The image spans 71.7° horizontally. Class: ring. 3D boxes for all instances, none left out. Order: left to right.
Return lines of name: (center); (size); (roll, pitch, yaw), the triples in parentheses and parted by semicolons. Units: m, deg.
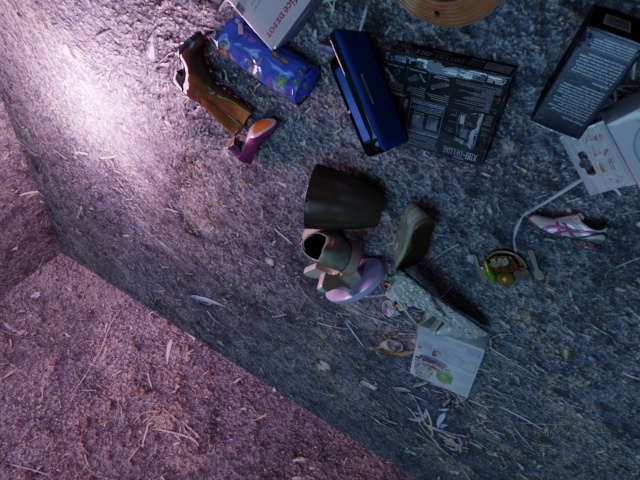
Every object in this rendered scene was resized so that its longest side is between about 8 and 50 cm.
ring: (0.241, -0.595, 0.898); (0.337, 0.032, 0.336); (36, 163, 12)

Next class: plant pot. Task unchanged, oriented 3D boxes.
plant pot: (0.083, -0.121, 1.423); (0.231, 0.215, 0.215); (11, 135, 8)

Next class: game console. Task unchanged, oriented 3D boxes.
game console: (0.085, -0.350, 1.120); (0.174, 0.250, 0.292); (-19, 99, 36)

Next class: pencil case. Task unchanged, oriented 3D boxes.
pencil case: (-0.152, -0.518, 1.265); (0.306, 0.119, 0.133); (35, 159, 3)

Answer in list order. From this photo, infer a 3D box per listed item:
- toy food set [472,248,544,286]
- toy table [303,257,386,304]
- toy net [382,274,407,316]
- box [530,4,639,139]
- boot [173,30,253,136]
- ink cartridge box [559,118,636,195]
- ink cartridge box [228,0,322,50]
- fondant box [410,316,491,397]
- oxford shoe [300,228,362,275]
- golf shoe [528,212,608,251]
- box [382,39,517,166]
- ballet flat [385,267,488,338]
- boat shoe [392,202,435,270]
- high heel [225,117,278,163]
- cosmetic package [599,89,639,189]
toy food set: (0.568, 0.088, 1.360); (0.192, 0.038, 0.132); (-9, 121, 41)
toy table: (0.080, 0.112, 1.614); (0.274, 0.252, 0.161); (-35, 120, 30)
toy net: (0.275, 0.232, 1.707); (0.122, 0.045, 0.232); (29, 139, 11)
box: (0.538, -0.337, 0.899); (0.108, 0.153, 0.207); (27, 140, 12)
boot: (-0.341, -0.499, 1.446); (0.280, 0.096, 0.264); (42, 140, -5)
ink cartridge box: (0.689, -0.212, 0.986); (0.225, 0.056, 0.181); (-18, 115, 49)
ink cartridge box: (-0.139, -0.679, 1.100); (0.307, 0.129, 0.223); (47, 139, -10)
fondant box: (0.489, 0.439, 1.703); (0.239, 0.096, 0.330); (19, 135, 22)
oxford shoe: (0.000, 0.000, 1.508); (0.147, 0.140, 0.397); (18, -176, -24)
golf shoe: (0.652, -0.039, 1.171); (0.186, 0.067, 0.085); (22, 110, 20)
box: (0.301, -0.346, 1.125); (0.308, 0.076, 0.242); (21, 137, 20)
ballet flat: (0.384, 0.245, 1.514); (0.409, 0.146, 0.147); (35, 141, -14)
boat shoe: (0.288, -0.005, 1.447); (0.302, 0.109, 0.098); (92, 154, -56)
high heel: (-0.210, -0.337, 1.534); (0.244, 0.082, 0.117); (-22, 141, 33)
cosmetic package: (0.785, -0.214, 0.820); (0.377, 0.097, 0.284); (-29, 110, 35)
